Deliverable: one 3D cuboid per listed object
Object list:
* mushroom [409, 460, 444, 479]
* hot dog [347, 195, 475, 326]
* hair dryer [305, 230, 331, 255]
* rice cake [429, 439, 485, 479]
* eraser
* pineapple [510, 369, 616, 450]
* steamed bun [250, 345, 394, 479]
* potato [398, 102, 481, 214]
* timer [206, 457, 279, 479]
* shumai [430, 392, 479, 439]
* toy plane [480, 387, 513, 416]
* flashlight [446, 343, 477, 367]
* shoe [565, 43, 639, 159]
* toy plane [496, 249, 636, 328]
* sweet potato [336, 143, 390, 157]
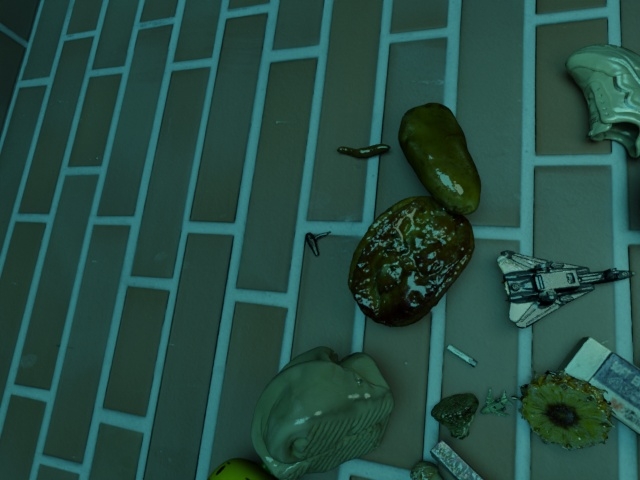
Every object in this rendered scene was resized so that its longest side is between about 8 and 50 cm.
[{"bbox_3d":[0.319,0.645,1.034,0.081,0.092,0.223,-31,54,-30],"label":"mushroom"},{"bbox_3d":[0.242,0.055,1.153,0.267,0.174,0.387,40,91,20],"label":"hot dog"},{"bbox_3d":[0.000,0.000,1.330,0.083,0.031,0.079,-25,81,3],"label":"hair dryer"},{"bbox_3d":[0.391,0.605,1.006,0.298,0.106,0.050,39,74,23],"label":"rice cake"},{"bbox_3d":[0.713,0.357,0.970,0.279,0.081,0.124,37,91,22],"label":"eraser"},{"bbox_3d":[0.563,0.401,0.983,0.221,0.047,0.221,13,113,33],"label":"pineapple"},{"bbox_3d":[0.004,0.418,1.078,0.255,0.368,0.342,59,139,43],"label":"steamed bun"},{"bbox_3d":[0.335,-0.230,1.172,0.177,0.195,0.369,-23,57,17],"label":"potato"},{"bbox_3d":[-0.172,0.671,1.112,0.285,0.285,0.285,-4,76,18],"label":"timer"},{"bbox_3d":[0.354,0.453,1.069,0.124,0.099,0.087,-25,87,14],"label":"shumai"},{"bbox_3d":[0.447,0.422,1.070,0.083,0.033,0.080,-34,83,8],"label":"toy plane"},{"bbox_3d":[0.380,0.310,1.128,0.083,0.018,0.018,32,87,22],"label":"flashlight"},{"bbox_3d":[0.767,-0.361,1.100,0.210,0.132,0.342,-46,71,1],"label":"shoe"},{"bbox_3d":[0.624,0.103,1.051,0.316,0.103,0.204,-11,73,16],"label":"toy plane"},{"bbox_3d":[0.139,-0.285,1.343,0.179,0.044,0.044,0,77,26],"label":"sweet potato"}]
